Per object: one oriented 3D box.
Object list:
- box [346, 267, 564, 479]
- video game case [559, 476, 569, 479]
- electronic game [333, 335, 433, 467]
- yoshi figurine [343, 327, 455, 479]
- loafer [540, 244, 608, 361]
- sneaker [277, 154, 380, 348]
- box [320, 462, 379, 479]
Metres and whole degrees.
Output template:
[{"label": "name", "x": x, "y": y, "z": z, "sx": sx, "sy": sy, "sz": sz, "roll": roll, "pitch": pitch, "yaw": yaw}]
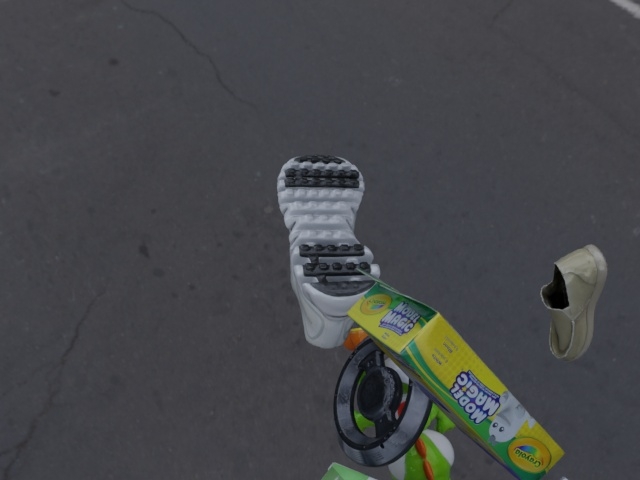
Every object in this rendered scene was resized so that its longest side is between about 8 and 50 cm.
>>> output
[{"label": "box", "x": 0.090, "y": 0.095, "z": 0.498, "sx": 0.043, "sy": 0.179, "sz": 0.105, "roll": -44, "pitch": 18, "yaw": -7}, {"label": "video game case", "x": 0.458, "y": 0.447, "z": 1.082, "sx": 0.173, "sy": 0.190, "sz": 0.022, "roll": 38, "pitch": 87, "yaw": 26}, {"label": "electronic game", "x": 0.098, "y": 0.249, "z": 1.096, "sx": 0.048, "sy": 0.229, "sz": 0.229, "roll": 27, "pitch": 46, "yaw": -31}, {"label": "yoshi figurine", "x": 0.155, "y": 0.328, "z": 1.259, "sx": 0.203, "sy": 0.203, "sz": 0.362, "roll": -21, "pitch": 78, "yaw": 33}, {"label": "loafer", "x": 0.468, "y": 0.123, "z": 1.293, "sx": 0.092, "sy": 0.268, "sz": 0.102, "roll": -4, "pitch": 34, "yaw": -4}, {"label": "sneaker", "x": 0.000, "y": 0.000, "z": 0.809, "sx": 0.110, "sy": 0.118, "sz": 0.292, "roll": 3, "pitch": 41, "yaw": -5}, {"label": "box", "x": 0.085, "y": 0.447, "z": 0.910, "sx": 0.322, "sy": 0.058, "sz": 0.232, "roll": 10, "pitch": 38, "yaw": 38}]
